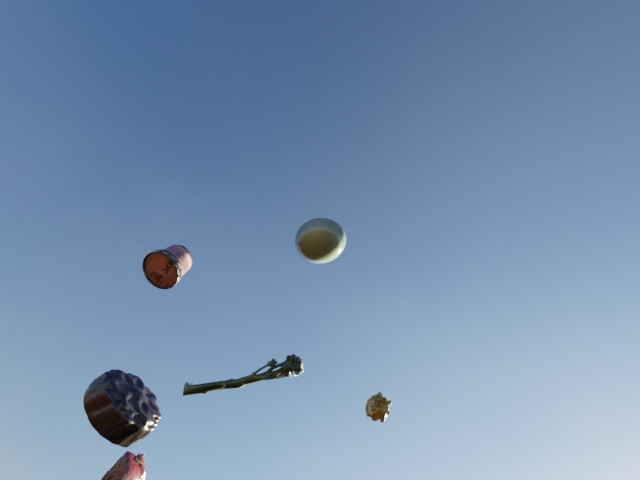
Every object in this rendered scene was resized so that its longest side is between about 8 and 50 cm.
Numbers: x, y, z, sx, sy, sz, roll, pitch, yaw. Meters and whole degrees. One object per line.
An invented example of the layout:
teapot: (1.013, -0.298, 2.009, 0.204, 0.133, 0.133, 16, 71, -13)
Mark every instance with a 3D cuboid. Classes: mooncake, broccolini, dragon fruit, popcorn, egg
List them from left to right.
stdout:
mooncake: (-0.716, 0.602, 1.540, 0.141, 0.283, 0.283, -39, -70, -6)
dragon fruit: (-0.603, 0.773, 1.342, 0.120, 0.127, 0.161, -43, -47, 1)
broccolini: (-0.242, 0.432, 1.362, 0.391, 0.074, 0.079, -2, -30, -23)
egg: (0.000, 0.000, 1.368, 0.192, 0.149, 0.149, -16, -60, 51)
popcorn: (0.163, 0.471, 1.191, 0.057, 0.083, 0.082, 26, -32, -7)

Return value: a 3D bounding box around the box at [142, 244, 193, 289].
box: (-0.574, 0.090, 1.601, 0.151, 0.135, 0.151, 5, -69, 13)
